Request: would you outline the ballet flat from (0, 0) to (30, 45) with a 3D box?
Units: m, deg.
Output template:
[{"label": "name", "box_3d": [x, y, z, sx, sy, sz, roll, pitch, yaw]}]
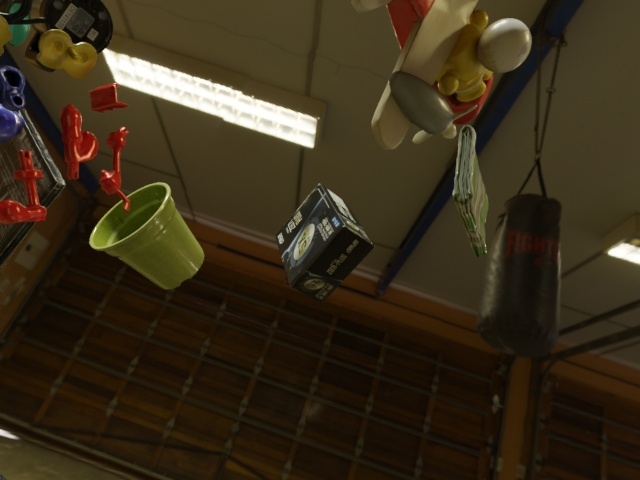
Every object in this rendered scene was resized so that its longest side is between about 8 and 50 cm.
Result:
[{"label": "ballet flat", "box_3d": [-0.710, -0.562, 1.006, 0.074, 0.074, 0.203, 24, -68, -8]}]

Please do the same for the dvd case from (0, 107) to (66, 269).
[{"label": "dvd case", "box_3d": [-0.441, -0.050, 0.589, 0.164, 0.221, 0.018, 50, 13, 23]}]

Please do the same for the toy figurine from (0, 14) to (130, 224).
[{"label": "toy figurine", "box_3d": [-0.388, -0.094, 0.391, 0.218, 0.191, 0.363, -4, 8, 24]}]

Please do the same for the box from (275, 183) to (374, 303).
[{"label": "box", "box_3d": [0.000, 0.000, 0.816, 0.078, 0.180, 0.147, 32, -72, -30]}]

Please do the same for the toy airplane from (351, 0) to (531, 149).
[{"label": "toy airplane", "box_3d": [0.234, -0.376, 0.777, 0.273, 0.385, 0.385, 23, -56, 35]}]

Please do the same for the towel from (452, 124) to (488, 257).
[{"label": "towel", "box_3d": [0.203, -0.060, 0.566, 0.023, 0.113, 0.152, -1, -30, 30]}]

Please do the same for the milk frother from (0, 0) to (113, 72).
[{"label": "milk frother", "box_3d": [-0.388, -0.322, 0.600, 0.135, 0.129, 0.143, 32, -20, 42]}]

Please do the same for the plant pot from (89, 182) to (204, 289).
[{"label": "plant pot", "box_3d": [-0.504, 0.007, 1.343, 0.276, 0.276, 0.253, 0, -43, 36]}]

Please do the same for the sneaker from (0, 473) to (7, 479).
[{"label": "sneaker", "box_3d": [-0.503, 0.306, 0.527, 0.112, 0.131, 0.296, 19, -47, 52]}]
